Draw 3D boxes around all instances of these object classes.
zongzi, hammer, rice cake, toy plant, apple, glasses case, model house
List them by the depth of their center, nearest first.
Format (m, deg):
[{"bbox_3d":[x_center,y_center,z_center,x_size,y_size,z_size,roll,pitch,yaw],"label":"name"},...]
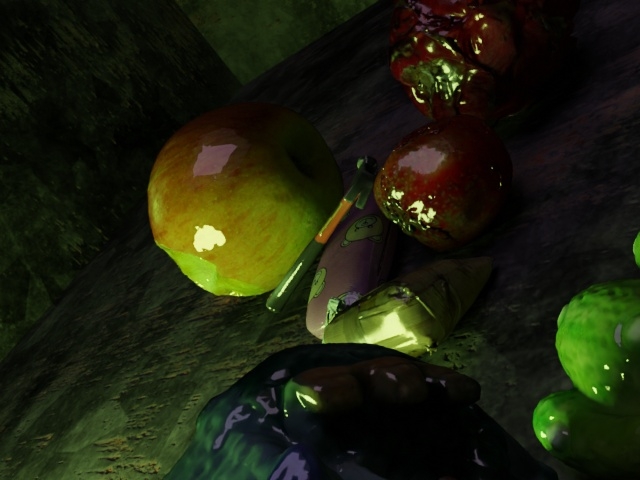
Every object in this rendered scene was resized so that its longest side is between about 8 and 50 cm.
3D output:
[{"bbox_3d":[0.094,0.211,0.333,0.251,0.295,0.329,-51,22,-14],"label":"model house"},{"bbox_3d":[0.285,0.077,0.470,0.316,0.185,0.224,-13,52,66],"label":"toy plant"},{"bbox_3d":[0.113,0.086,0.827,0.197,0.099,0.194,-28,-3,-45],"label":"zongzi"},{"bbox_3d":[0.012,0.135,0.876,0.022,0.022,0.121,12,92,51],"label":"rice cake"},{"bbox_3d":[0.056,0.026,1.018,0.123,0.076,0.316,-32,24,33],"label":"glasses case"},{"bbox_3d":[-0.001,0.000,1.024,0.287,0.033,0.111,-55,9,23],"label":"hammer"},{"bbox_3d":[-0.126,-0.073,1.162,0.340,0.339,0.339,-33,23,16],"label":"apple"}]

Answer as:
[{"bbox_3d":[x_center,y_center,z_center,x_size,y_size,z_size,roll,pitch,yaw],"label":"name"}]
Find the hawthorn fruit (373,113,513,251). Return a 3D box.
[{"bbox_3d":[0.185,-0.103,0.929,0.235,0.181,0.181,-53,25,-13],"label":"hawthorn fruit"}]

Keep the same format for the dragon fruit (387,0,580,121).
[{"bbox_3d":[0.263,-0.351,1.107,0.329,0.329,0.329,-33,23,16],"label":"dragon fruit"}]
